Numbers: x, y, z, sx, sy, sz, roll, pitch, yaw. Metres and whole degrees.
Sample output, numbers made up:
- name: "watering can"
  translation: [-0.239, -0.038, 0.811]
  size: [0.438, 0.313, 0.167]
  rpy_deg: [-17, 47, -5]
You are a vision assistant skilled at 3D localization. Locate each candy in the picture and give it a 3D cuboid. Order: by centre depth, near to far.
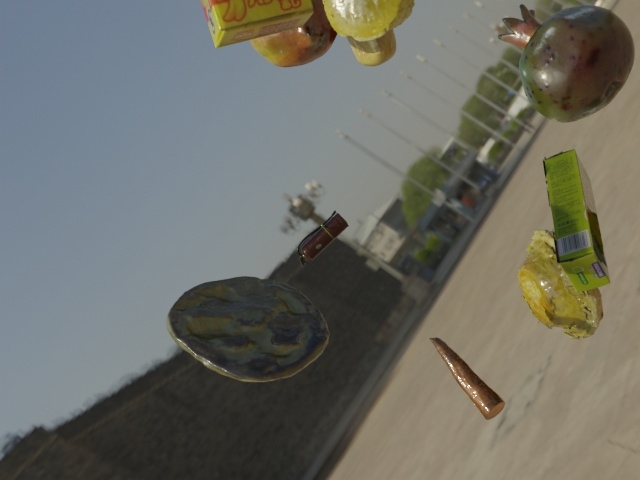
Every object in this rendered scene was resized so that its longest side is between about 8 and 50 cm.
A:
- name: "candy"
  translation: [-0.121, -0.427, 1.230]
  size: [0.146, 0.275, 0.088]
  rpy_deg: [-19, 1, -15]

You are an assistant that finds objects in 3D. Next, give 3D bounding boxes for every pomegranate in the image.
- name: "pomegranate"
  translation: [0.605, -0.443, 2.162]
  size: [0.291, 0.323, 0.290]
  rpy_deg: [-17, -63, -37]

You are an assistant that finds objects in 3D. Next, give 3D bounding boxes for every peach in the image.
- name: "peach"
  translation: [-0.065, -0.519, 2.039]
  size: [0.232, 0.232, 0.257]
  rpy_deg: [-56, 31, 2]

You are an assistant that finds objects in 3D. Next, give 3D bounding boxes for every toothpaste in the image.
- name: "toothpaste"
  translation: [0.544, -0.046, 1.851]
  size: [0.077, 0.110, 0.327]
  rpy_deg: [-21, 40, 26]

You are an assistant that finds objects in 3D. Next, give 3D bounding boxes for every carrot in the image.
- name: "carrot"
  translation: [0.316, 0.291, 1.913]
  size: [0.057, 0.224, 0.057]
  rpy_deg: [-30, -27, -17]

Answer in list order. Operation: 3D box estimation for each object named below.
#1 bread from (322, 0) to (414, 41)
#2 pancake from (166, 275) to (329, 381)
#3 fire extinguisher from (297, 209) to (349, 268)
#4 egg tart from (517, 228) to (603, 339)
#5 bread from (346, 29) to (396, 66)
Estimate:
- name: "bread"
  translation: [0.098, -0.471, 1.622]
  size: [0.197, 0.197, 0.170]
  rpy_deg: [-58, -16, 22]
- name: "pancake"
  translation: [-0.124, 0.156, 1.577]
  size: [0.294, 0.295, 0.049]
  rpy_deg: [-47, -30, -53]
- name: "fire extinguisher"
  translation: [0.000, 0.000, 1.788]
  size: [0.132, 0.056, 0.039]
  rpy_deg: [-43, 23, 0]
- name: "egg tart"
  translation: [0.558, 0.114, 2.078]
  size: [0.116, 0.294, 0.295]
  rpy_deg: [-22, -11, -6]
- name: "bread"
  translation: [0.113, -0.542, 2.153]
  size: [0.098, 0.217, 0.147]
  rpy_deg: [-34, 19, -23]
